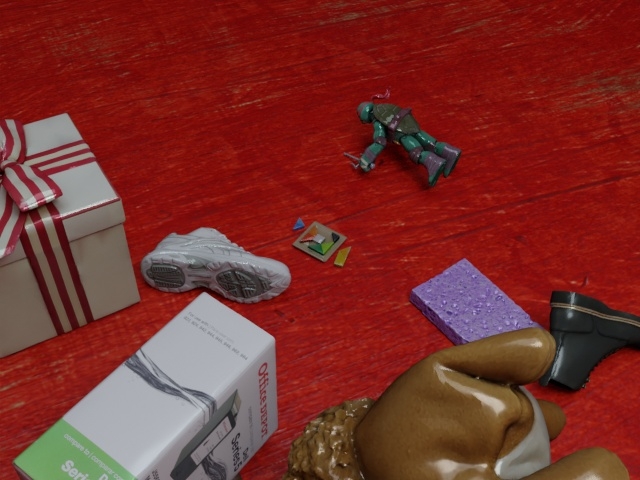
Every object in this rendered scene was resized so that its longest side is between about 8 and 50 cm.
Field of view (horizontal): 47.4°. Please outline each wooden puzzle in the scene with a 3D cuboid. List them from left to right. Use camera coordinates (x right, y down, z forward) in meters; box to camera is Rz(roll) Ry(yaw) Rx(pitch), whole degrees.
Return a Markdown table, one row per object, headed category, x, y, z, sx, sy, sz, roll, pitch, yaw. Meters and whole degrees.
| category | x | y | z | sx | sy | sz | roll | pitch | yaw |
| --- | --- | --- | --- | --- | --- | --- | --- | --- | --- |
| wooden puzzle | 0.000 | 0.000 | 1.218 | 0.116 | 0.014 | 0.078 | 22 | 48 | 18 |

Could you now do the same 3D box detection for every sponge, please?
| category | x | y | z | sx | sy | sz | roll | pitch | yaw |
| --- | --- | --- | --- | --- | --- | --- | --- | --- | --- |
| sponge | 0.245 | 0.121 | 1.098 | 0.117 | 0.031 | 0.210 | -26 | 52 | -26 |

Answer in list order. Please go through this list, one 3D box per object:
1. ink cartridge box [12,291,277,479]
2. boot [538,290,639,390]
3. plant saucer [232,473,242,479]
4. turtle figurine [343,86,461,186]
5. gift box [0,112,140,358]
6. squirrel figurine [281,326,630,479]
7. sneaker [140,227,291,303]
| category | x | y | z | sx | sy | sz | roll | pitch | yaw |
| --- | --- | --- | --- | --- | --- | --- | --- | --- | --- |
| ink cartridge box | -0.172 | 0.222 | 0.810 | 0.115 | 0.198 | 0.273 | 29 | 51 | 23 |
| boot | 0.397 | 0.164 | 1.049 | 0.198 | 0.077 | 0.137 | 19 | 79 | -17 |
| plant saucer | -0.189 | 0.318 | 0.881 | 0.199 | 0.036 | 0.198 | 1 | 46 | -1 |
| turtle figurine | 0.137 | -0.191 | 1.350 | 0.234 | 0.118 | 0.175 | 33 | 52 | 19 |
| gift box | -0.427 | -0.009 | 1.036 | 0.276 | 0.258 | 0.255 | -26 | 52 | -27 |
| squirrel figurine | 0.137 | 0.337 | 0.766 | 0.397 | 0.281 | 0.370 | -13 | 56 | 4 |
| sneaker | -0.155 | 0.025 | 1.137 | 0.232 | 0.090 | 0.115 | 9 | 42 | 5 |
